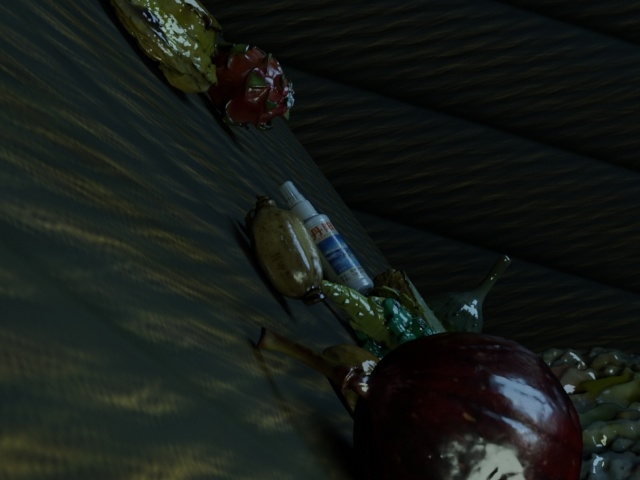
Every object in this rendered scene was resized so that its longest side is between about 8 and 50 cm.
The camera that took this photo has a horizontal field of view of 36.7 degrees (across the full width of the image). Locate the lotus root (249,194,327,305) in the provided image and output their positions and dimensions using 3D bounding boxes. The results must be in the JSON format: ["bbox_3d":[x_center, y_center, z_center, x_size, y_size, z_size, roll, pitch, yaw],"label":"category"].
[{"bbox_3d":[-0.042,0.009,1.043,0.072,0.063,0.152,4,51,-47],"label":"lotus root"}]

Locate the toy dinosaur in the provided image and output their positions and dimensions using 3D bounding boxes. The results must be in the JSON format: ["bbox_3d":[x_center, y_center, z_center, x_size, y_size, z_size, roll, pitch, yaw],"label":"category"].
[{"bbox_3d":[0.083,0.115,1.350,0.259,0.094,0.153,23,27,-49],"label":"toy dinosaur"}]

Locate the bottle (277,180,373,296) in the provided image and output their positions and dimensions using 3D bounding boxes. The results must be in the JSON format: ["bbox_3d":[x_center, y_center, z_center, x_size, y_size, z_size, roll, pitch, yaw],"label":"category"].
[{"bbox_3d":[0.000,0.000,1.491,0.217,0.060,0.060,54,5,18],"label":"bottle"}]

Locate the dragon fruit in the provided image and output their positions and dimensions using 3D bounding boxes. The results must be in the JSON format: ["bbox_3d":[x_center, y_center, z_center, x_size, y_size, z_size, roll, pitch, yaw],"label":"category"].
[{"bbox_3d":[-0.149,-0.270,1.603,0.235,0.135,0.137,33,2,7],"label":"dragon fruit"}]

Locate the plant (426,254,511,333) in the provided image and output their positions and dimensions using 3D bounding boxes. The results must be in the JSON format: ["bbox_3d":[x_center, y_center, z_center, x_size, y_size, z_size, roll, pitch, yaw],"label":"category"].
[{"bbox_3d":[0.264,0.176,2.003,0.306,0.297,0.261,39,-29,12],"label":"plant"}]

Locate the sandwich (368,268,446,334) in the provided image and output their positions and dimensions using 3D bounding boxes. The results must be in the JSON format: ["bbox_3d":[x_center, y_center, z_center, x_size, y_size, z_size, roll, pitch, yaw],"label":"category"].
[{"bbox_3d":[0.184,0.208,1.580,0.273,0.095,0.249,51,10,-39],"label":"sandwich"}]

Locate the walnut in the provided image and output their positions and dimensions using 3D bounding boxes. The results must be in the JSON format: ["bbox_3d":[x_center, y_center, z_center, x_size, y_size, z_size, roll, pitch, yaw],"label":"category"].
[{"bbox_3d":[0.051,0.152,1.004,0.121,0.052,0.091,59,4,25],"label":"walnut"}]

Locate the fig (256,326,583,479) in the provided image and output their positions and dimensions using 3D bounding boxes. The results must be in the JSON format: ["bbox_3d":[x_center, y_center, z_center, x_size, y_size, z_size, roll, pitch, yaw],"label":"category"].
[{"bbox_3d":[0.094,0.148,0.769,0.249,0.186,0.204,41,30,-34],"label":"fig"}]

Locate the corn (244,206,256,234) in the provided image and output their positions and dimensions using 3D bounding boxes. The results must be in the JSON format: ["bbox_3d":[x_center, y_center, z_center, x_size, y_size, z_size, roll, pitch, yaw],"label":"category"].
[{"bbox_3d":[-0.060,-0.009,1.133,0.037,0.037,0.092,57,7,30],"label":"corn"}]

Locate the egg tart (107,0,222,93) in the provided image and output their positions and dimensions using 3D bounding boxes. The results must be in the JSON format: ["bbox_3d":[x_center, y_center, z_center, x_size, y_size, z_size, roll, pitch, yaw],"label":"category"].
[{"bbox_3d":[-0.217,-0.312,1.353,0.241,0.106,0.241,49,7,-8],"label":"egg tart"}]

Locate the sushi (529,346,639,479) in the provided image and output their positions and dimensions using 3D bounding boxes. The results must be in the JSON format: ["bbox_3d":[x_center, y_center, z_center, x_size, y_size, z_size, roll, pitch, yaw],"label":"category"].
[{"bbox_3d":[0.304,0.306,1.114,0.328,0.328,0.285,-133,-147,-66],"label":"sushi"}]
